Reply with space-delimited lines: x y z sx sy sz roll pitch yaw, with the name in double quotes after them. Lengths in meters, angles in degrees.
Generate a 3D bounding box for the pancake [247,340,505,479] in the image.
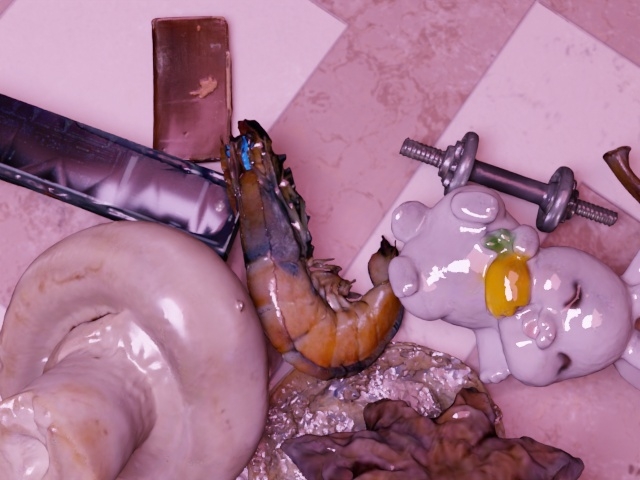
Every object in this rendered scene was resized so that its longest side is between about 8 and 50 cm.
0.061 0.229 1.026 0.283 0.049 0.282 2 76 -8 "pancake"

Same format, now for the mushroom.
-0.204 0.132 0.894 0.293 0.290 0.292 6 105 24 "mushroom"

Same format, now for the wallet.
-0.148 -0.172 1.113 0.095 0.026 0.176 -4 78 0 "wallet"

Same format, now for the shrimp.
0.000 0.000 1.021 0.222 0.054 0.290 -13 78 -44 "shrimp"

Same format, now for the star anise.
0.109 0.244 0.892 0.315 0.315 0.108 10 119 -2 "star anise"

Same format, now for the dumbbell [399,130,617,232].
0.211 -0.066 1.090 0.254 0.081 0.081 19 77 -1 "dumbbell"

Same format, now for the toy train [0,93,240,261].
-0.278 -0.085 1.052 0.410 0.089 0.086 20 81 1 "toy train"

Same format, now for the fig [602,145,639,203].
0.430 0.010 1.049 0.321 0.217 0.217 40 77 22 "fig"

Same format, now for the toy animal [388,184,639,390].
0.231 0.052 1.010 0.325 0.154 0.208 5 91 7 "toy animal"
